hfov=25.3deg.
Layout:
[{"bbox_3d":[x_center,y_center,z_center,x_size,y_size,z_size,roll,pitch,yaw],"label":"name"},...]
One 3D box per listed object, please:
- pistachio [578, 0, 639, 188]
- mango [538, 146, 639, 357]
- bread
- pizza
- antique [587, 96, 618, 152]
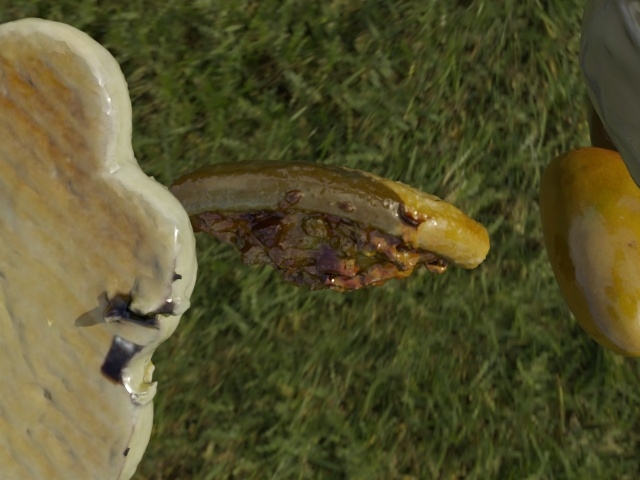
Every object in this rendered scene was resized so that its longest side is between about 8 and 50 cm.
[{"bbox_3d":[0.288,-0.104,0.958,0.208,0.226,0.332,-35,132,21],"label":"pistachio"},{"bbox_3d":[0.293,0.008,1.412,0.138,0.253,0.113,5,138,-14],"label":"mango"},{"bbox_3d":[-0.203,0.015,0.743,0.316,0.054,0.316,5,104,21],"label":"bread"},{"bbox_3d":[0.000,0.000,1.464,0.335,0.226,0.086,9,60,-5],"label":"pizza"},{"bbox_3d":[0.443,-0.184,1.887,0.129,0.278,0.223,31,85,31],"label":"antique"}]
